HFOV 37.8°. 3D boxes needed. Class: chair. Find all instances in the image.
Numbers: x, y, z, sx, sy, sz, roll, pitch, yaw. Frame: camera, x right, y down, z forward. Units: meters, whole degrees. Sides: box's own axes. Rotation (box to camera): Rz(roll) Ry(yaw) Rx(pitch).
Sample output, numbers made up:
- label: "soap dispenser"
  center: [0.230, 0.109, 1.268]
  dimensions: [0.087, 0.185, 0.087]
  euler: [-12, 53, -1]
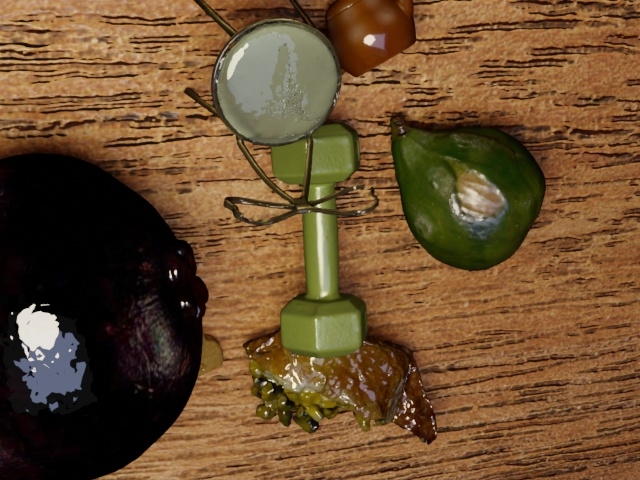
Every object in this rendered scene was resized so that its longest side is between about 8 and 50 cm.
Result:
- label: "chair"
  center: [-0.048, -0.160, 1.029]
  dimensions: [0.160, 0.325, 0.170]
  euler: [-3, 119, -18]

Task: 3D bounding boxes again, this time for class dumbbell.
- label: "dumbbell"
  center: [0.000, 0.000, 1.212]
  dimensions: [0.108, 0.121, 0.301]
  euler: [-1, 97, 12]

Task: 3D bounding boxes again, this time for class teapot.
- label: "teapot"
  center: [0.050, -0.265, 1.147]
  dimensions: [0.173, 0.116, 0.116]
  euler: [-27, 128, 28]

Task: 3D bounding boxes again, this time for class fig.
- label: "fig"
  center: [0.185, -0.078, 1.269]
  dimensions: [0.245, 0.195, 0.195]
  euler: [40, 101, 4]

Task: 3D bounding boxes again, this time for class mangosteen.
- label: "mangosteen"
  center: [-0.347, 0.101, 1.052]
  dimensions: [0.435, 0.382, 0.382]
  euler: [-15, 122, 3]

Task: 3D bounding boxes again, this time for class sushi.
- label: "sushi"
  center: [0.025, 0.210, 1.367]
  dimensions: [0.296, 0.167, 0.179]
  euler: [22, 85, -35]

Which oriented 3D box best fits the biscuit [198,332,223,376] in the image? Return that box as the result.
- label: "biscuit"
  center: [-0.258, 0.176, 1.307]
  dimensions: [0.212, 0.041, 0.238]
  euler: [30, 103, -32]
